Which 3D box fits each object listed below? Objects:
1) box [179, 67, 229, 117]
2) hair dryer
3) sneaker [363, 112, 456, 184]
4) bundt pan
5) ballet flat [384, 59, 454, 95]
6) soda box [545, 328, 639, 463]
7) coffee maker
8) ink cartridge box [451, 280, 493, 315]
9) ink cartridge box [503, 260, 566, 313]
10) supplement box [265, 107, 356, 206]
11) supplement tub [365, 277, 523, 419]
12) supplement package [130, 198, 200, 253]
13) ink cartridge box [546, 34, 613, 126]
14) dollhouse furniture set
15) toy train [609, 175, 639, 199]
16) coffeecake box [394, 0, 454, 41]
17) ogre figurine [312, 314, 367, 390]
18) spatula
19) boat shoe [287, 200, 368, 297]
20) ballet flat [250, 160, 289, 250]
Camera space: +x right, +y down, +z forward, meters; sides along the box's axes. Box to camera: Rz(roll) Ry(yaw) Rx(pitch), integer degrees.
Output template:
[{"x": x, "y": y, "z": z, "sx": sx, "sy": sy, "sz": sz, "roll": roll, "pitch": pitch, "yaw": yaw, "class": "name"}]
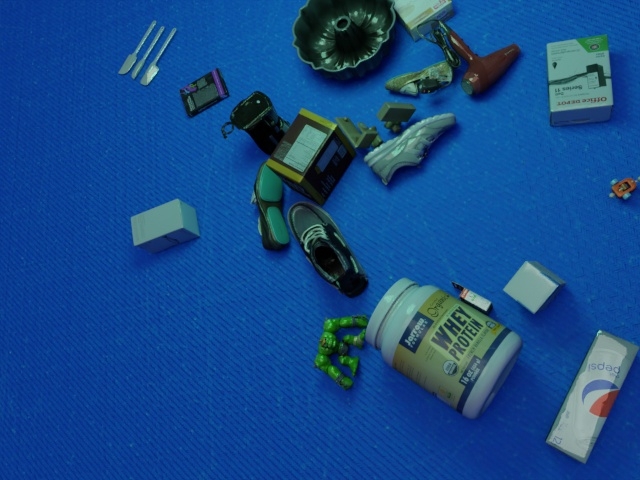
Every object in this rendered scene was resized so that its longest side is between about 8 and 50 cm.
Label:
[{"x": -0.399, "y": -0.505, "z": 2.005, "sx": 0.162, "sy": 0.029, "sz": 0.116, "roll": -25, "pitch": 66, "yaw": 10, "class": "box"}, {"x": 0.416, "y": -0.518, "z": 1.637, "sx": 0.294, "sy": 0.080, "sz": 0.223, "roll": 1, "pitch": 88, "yaw": -4, "class": "hair dryer"}, {"x": 0.266, "y": -0.263, "z": 1.661, "sx": 0.281, "sy": 0.105, "sz": 0.115, "roll": -31, "pitch": 95, "yaw": 7, "class": "sneaker"}, {"x": 0.085, "y": -0.636, "z": 1.811, "sx": 0.331, "sy": 0.124, "sz": 0.330, "roll": -6, "pitch": 72, "yaw": 19, "class": "bundt pan"}, {"x": 0.291, "y": -0.462, "z": 1.712, "sx": 0.206, "sy": 0.073, "sz": 0.067, "roll": -17, "pitch": 77, "yaw": 18, "class": "ballet flat"}, {"x": 0.610, "y": 0.351, "z": 1.323, "sx": 0.091, "sy": 0.098, "sz": 0.286, "roll": 26, "pitch": 83, "yaw": 25, "class": "soda box"}, {"x": -0.194, "y": -0.347, "z": 1.796, "sx": 0.171, "sy": 0.178, "sz": 0.120, "roll": -21, "pitch": 66, "yaw": 11, "class": "coffee maker"}, {"x": 0.379, "y": 0.147, "z": 1.491, "sx": 0.115, "sy": 0.063, "sz": 0.029, "roll": 29, "pitch": 83, "yaw": 26, "class": "ink cartridge box"}, {"x": 0.521, "y": 0.111, "z": 1.414, "sx": 0.092, "sy": 0.143, "sz": 0.089, "roll": 42, "pitch": 109, "yaw": 26, "class": "ink cartridge box"}, {"x": -0.023, "y": -0.236, "z": 1.690, "sx": 0.129, "sy": 0.191, "sz": 0.194, "roll": 31, "pitch": 86, "yaw": 26, "class": "supplement box"}, {"x": 0.289, "y": 0.248, "z": 1.403, "sx": 0.316, "sy": 0.228, "sz": 0.228, "roll": 31, "pitch": 86, "yaw": 26, "class": "supplement tub"}, {"x": -0.490, "y": -0.043, "z": 1.854, "sx": 0.180, "sy": 0.105, "sz": 0.105, "roll": -20, "pitch": 68, "yaw": 15, "class": "supplement package"}, {"x": 0.678, "y": -0.417, "z": 1.540, "sx": 0.153, "sy": 0.087, "sz": 0.208, "roll": -3, "pitch": 74, "yaw": 20, "class": "ink cartridge box"}, {"x": 0.157, "y": -0.363, "z": 1.689, "sx": 0.123, "sy": 0.144, "sz": 0.151, "roll": 58, "pitch": 134, "yaw": 25, "class": "dollhouse furniture set"}, {"x": 0.794, "y": -0.100, "z": 1.424, "sx": 0.125, "sy": 0.046, "sz": 0.166, "roll": -37, "pitch": 62, "yaw": 8, "class": "toy train"}, {"x": 0.296, "y": -0.725, "z": 1.789, "sx": 0.142, "sy": 0.068, "sz": 0.185, "roll": -33, "pitch": 65, "yaw": 8, "class": "coffeecake box"}, {"x": 0.050, "y": 0.287, "z": 1.560, "sx": 0.118, "sy": 0.097, "sz": 0.196, "roll": 13, "pitch": 94, "yaw": 6, "class": "ogre figurine"}, {"x": -0.629, "y": -0.693, "z": 2.159, "sx": 0.168, "sy": 0.019, "sz": 0.241, "roll": 27, "pitch": 84, "yaw": 31, "class": "spatula"}, {"x": 0.000, "y": 0.000, "z": 1.626, "sx": 0.127, "sy": 0.158, "sz": 0.340, "roll": -42, "pitch": 65, "yaw": 4, "class": "boat shoe"}, {"x": -0.163, "y": -0.100, "z": 1.756, "sx": 0.096, "sy": 0.095, "sz": 0.280, "roll": -25, "pitch": 66, "yaw": 44, "class": "ballet flat"}]
